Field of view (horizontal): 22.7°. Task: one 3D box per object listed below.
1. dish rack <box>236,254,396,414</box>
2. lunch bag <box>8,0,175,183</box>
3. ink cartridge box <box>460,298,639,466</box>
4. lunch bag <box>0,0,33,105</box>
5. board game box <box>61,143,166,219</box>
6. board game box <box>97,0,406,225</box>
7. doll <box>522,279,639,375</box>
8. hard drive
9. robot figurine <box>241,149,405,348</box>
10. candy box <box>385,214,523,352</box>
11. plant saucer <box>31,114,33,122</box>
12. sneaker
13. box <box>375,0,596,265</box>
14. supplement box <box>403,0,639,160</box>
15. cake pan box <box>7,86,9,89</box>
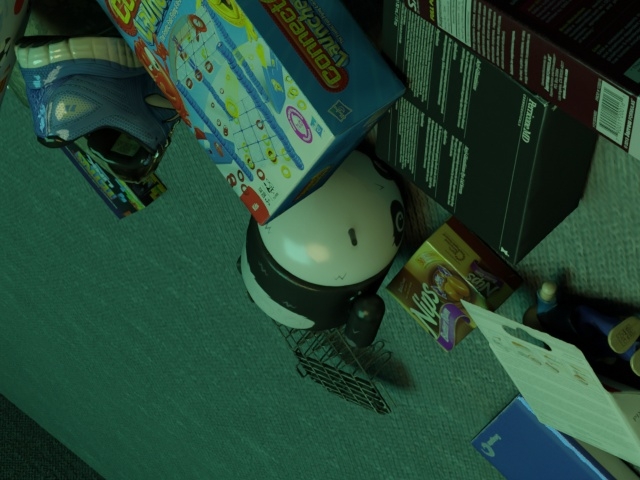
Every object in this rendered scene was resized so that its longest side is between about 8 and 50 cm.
[{"bbox_3d":[0.006,0.118,2.154,0.208,0.074,0.271,20,147,52],"label":"dish rack"},{"bbox_3d":[-0.301,-0.229,1.999,0.235,0.169,0.287,35,151,28],"label":"lunch bag"},{"bbox_3d":[0.267,0.140,1.693,0.181,0.056,0.224,21,152,49],"label":"ink cartridge box"},{"bbox_3d":[-0.403,-0.363,1.705,0.239,0.385,0.328,16,160,-8],"label":"lunch bag"},{"bbox_3d":[-0.319,-0.117,2.383,0.170,0.048,0.141,51,157,-9],"label":"board game box"},{"bbox_3d":[-0.080,-0.193,1.538,0.302,0.086,0.308,53,160,4],"label":"board game box"},{"bbox_3d":[0.269,0.090,1.644,0.129,0.046,0.189,46,167,-21],"label":"doll"},{"bbox_3d":[0.332,0.317,1.914,0.319,0.040,0.210,44,156,8],"label":"hard drive"},{"bbox_3d":[0.003,0.001,1.827,0.209,0.173,0.278,28,156,3],"label":"robot figurine"},{"bbox_3d":[0.147,0.051,1.797,0.109,0.053,0.186,45,157,4],"label":"candy box"},{"bbox_3d":[-0.409,-0.203,2.379,0.119,0.021,0.119,175,90,-67],"label":"plant saucer"},{"bbox_3d":[-0.206,-0.156,1.775,0.130,0.330,0.147,7,100,39],"label":"sneaker"},{"bbox_3d":[0.150,-0.123,1.428,0.184,0.103,0.261,43,158,22],"label":"box"},{"bbox_3d":[0.191,-0.179,1.218,0.239,0.130,0.073,38,157,25],"label":"supplement box"},{"bbox_3d":[-0.492,-0.345,2.198,0.246,0.070,0.266,9,120,53],"label":"cake pan box"}]
